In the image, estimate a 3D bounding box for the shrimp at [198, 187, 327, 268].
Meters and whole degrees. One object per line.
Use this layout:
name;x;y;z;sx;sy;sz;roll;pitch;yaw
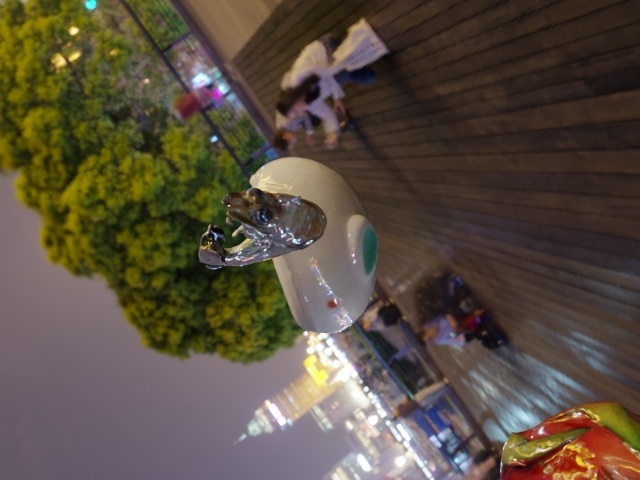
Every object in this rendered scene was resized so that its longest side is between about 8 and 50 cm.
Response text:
shrimp;-0.062;-0.006;0.653;0.223;0.126;0.047;30;-141;-76

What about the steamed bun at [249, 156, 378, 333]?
steamed bun;0.000;0.000;0.908;0.177;0.131;0.228;80;169;-62

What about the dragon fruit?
dragon fruit;0.276;0.245;0.641;0.269;0.198;0.200;11;137;52
